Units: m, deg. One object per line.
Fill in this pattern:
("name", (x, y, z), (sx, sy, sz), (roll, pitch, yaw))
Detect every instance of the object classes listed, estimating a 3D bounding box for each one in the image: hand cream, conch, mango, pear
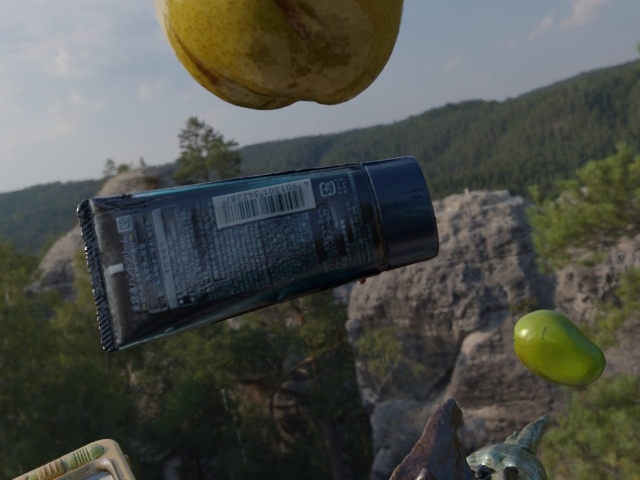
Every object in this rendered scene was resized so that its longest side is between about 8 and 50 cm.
("hand cream", (-0.046, 0.000, 0.510), (0.270, 0.120, 0.061), (-12, -4, -7))
("conch", (0.383, 0.488, 1.317), (0.386, 0.170, 0.203), (-6, -25, -43))
("mango", (0.422, 0.199, 1.173), (0.117, 0.163, 0.089), (-48, -17, 15))
("pear", (-0.050, -0.308, 0.756), (0.314, 0.315, 0.314), (-11, 6, 1))

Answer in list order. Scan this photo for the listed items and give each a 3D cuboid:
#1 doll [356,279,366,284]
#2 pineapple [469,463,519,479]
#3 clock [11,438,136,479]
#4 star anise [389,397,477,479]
("doll", (0.000, 0.000, 1.304), (0.256, 0.161, 0.215), (4, -19, 21))
("pineapple", (0.165, 0.331, 0.737), (0.166, 0.193, 0.166), (30, 12, -7))
("clock", (-0.241, 0.295, 0.651), (0.143, 0.096, 0.202), (-19, 18, -25))
("star anise", (0.078, 0.279, 0.493), (0.108, 0.350, 0.292), (15, 16, -5))
